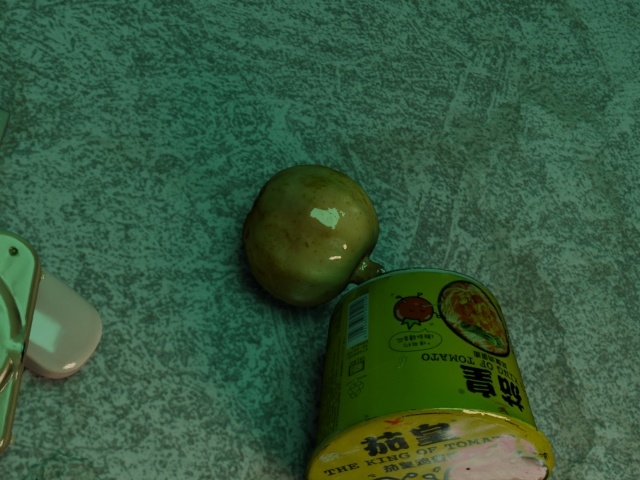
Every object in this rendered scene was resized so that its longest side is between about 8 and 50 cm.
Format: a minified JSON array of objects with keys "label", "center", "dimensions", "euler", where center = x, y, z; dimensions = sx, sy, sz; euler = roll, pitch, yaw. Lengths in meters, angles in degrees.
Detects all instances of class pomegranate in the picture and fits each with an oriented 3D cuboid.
[{"label":"pomegranate","center":[-0.014,-0.009,1.618],"dimensions":[0.207,0.207,0.207],"euler":[14,57,-22]}]

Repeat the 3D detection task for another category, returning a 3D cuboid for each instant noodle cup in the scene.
[{"label":"instant noodle cup","center":[0.137,0.209,1.514],"dimensions":[0.325,0.326,0.254],"euler":[16,46,-20]}]

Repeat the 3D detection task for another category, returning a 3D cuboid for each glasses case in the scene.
[{"label":"glasses case","center":[-0.416,0.064,1.422],"dimensions":[0.296,0.075,0.113],"euler":[35,55,-5]}]

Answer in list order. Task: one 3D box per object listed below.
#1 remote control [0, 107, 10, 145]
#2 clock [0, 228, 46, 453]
[{"label":"remote control","center":[-0.470,-0.138,1.548],"dimensions":[0.053,0.018,0.125],"euler":[19,55,-20]},{"label":"clock","center":[-0.493,0.108,1.291],"dimensions":[0.309,0.114,0.284],"euler":[10,78,-11]}]
